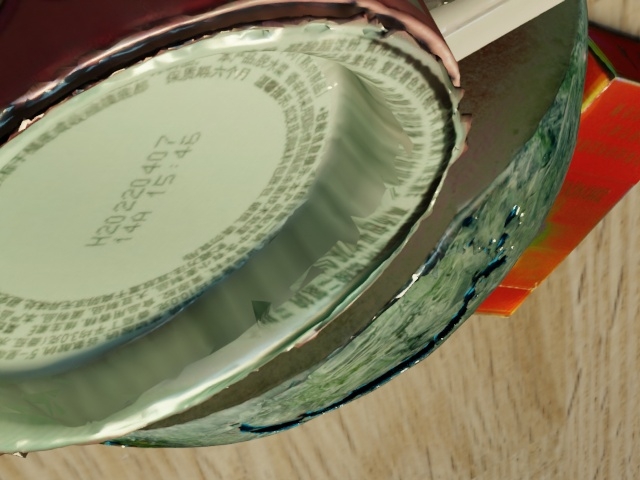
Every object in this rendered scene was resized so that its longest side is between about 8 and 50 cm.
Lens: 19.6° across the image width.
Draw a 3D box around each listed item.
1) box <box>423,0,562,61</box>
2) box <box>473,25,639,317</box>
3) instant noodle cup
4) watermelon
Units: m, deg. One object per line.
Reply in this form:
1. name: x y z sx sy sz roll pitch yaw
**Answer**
1. box: 0.047 -0.135 0.678 0.285 0.142 0.044 -30 150 -7
2. box: 0.115 -0.034 0.996 0.175 0.048 0.112 -48 150 23
3. instant noodle cup: -0.095 -0.088 0.497 0.244 0.255 0.244 -24 152 -14
4. watermelon: 0.003 0.002 0.794 0.322 0.188 0.175 -35 147 14
